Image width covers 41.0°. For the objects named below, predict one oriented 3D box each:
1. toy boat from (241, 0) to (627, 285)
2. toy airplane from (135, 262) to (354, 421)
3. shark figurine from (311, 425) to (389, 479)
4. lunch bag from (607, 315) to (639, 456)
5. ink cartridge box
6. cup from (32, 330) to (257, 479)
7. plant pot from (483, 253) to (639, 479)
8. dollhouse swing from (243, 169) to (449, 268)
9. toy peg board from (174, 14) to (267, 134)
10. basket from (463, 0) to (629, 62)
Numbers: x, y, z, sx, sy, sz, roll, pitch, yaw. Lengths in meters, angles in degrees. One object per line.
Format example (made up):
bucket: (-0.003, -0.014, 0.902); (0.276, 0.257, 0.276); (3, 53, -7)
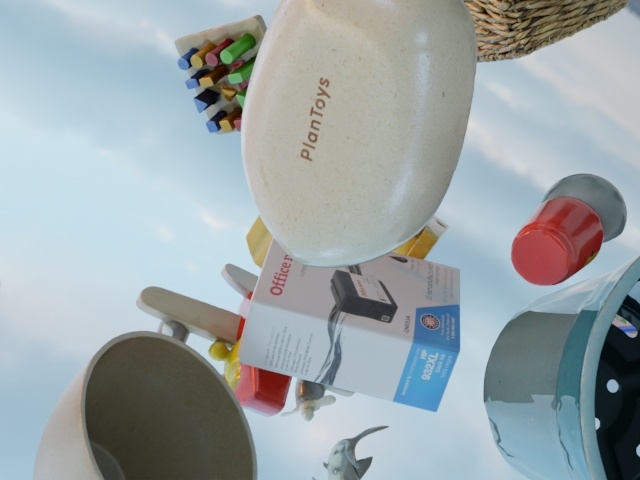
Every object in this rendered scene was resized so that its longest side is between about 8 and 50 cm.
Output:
toy boat: (0.085, -0.069, 0.689); (0.318, 0.267, 0.148); (32, -149, 19)
toy airplane: (-0.147, 0.222, 1.756); (0.386, 0.272, 0.384); (36, -165, 24)
shark figurine: (0.067, 0.446, 1.695); (0.116, 0.278, 0.166); (-22, -143, -30)
lunch bag: (0.692, 0.244, 1.470); (0.239, 0.385, 0.327); (-28, -79, -46)
ink cartridge box: (0.050, 0.112, 1.316); (0.308, 0.129, 0.223); (14, -147, 1)
cup: (-0.293, 0.337, 1.291); (0.331, 0.237, 0.331); (38, -148, -29)
plant pot: (0.338, 0.162, 0.857); (0.341, 0.341, 0.334); (37, 167, -5)
dollhouse swing: (0.000, 0.000, 1.563); (0.347, 0.305, 0.315); (37, -167, 7)
toy peg board: (-0.138, -0.227, 1.261); (0.079, 0.161, 0.161); (-51, -53, -47)
basket: (0.392, -0.477, 1.542); (0.213, 0.299, 0.223); (15, 129, 62)
